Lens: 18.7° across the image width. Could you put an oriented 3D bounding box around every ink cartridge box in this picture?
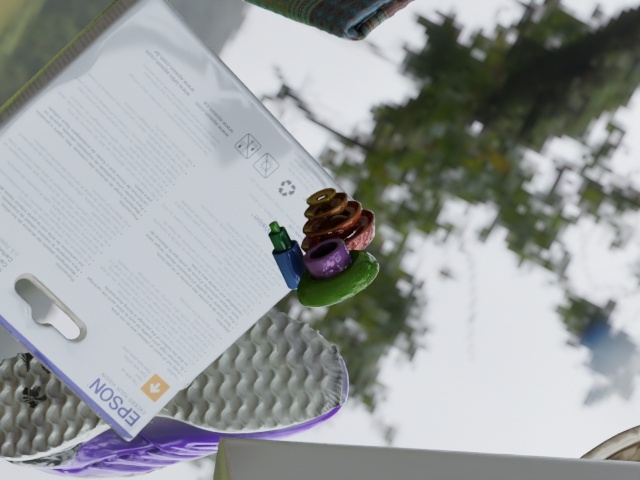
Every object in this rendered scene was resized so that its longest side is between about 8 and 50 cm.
[{"bbox_3d":[-0.121,-0.017,1.266,0.224,0.223,0.045,-43,-156,1],"label":"ink cartridge box"}]

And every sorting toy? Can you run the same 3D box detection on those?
[{"bbox_3d":[0.000,0.000,1.148,0.061,0.042,0.102,-21,-158,12],"label":"sorting toy"}]

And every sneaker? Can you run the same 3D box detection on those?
[{"bbox_3d":[-0.116,0.128,1.522,0.146,0.293,0.102,62,23,-65],"label":"sneaker"}]

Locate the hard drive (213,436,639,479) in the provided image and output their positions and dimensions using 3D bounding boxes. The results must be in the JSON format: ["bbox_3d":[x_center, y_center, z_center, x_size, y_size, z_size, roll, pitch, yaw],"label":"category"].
[{"bbox_3d":[0.122,0.159,0.810,0.210,0.319,0.040,-107,-156,-62],"label":"hard drive"}]

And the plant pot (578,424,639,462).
[{"bbox_3d":[0.269,0.318,1.607,0.334,0.334,0.305,-65,-174,-11],"label":"plant pot"}]

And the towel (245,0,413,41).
[{"bbox_3d":[0.023,-0.303,1.856,0.271,0.040,0.370,-37,-145,-17],"label":"towel"}]
